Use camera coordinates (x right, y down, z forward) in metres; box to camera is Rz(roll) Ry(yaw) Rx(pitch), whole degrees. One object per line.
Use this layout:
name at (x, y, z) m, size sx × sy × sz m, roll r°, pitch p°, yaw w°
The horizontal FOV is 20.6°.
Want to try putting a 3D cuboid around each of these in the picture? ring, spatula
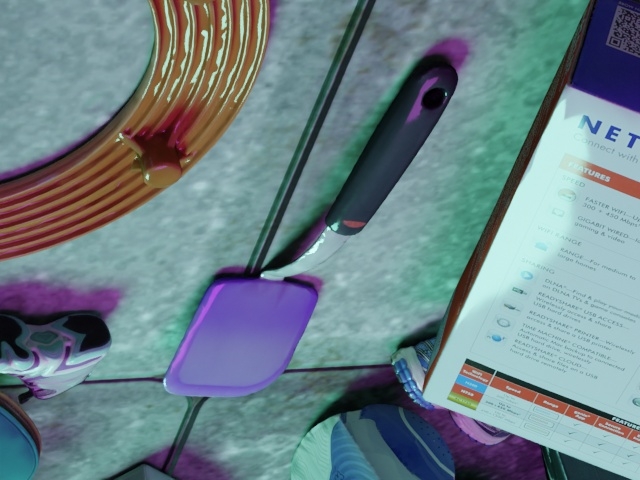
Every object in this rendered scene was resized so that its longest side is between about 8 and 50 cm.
ring at (-0.185, -0.077, 0.843) m, size 0.337 × 0.032 × 0.336 m, roll -12°, pitch 147°, yaw -8°
spatula at (0.000, 0.000, 1.034) m, size 0.084 × 0.030 × 0.296 m, roll 7°, pitch 140°, yaw -32°

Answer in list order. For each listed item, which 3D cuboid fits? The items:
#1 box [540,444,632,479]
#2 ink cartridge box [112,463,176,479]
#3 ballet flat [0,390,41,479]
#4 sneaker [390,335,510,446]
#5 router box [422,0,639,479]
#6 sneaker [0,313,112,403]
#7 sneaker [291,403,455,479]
box at (0.249, 0.193, 1.298) m, size 0.143 × 0.165 × 0.270 m, roll -17°, pitch 147°, yaw 2°
ink cartridge box at (-0.135, 0.237, 1.307) m, size 0.145 × 0.045 × 0.179 m, roll -28°, pitch 142°, yaw 18°
ballet flat at (-0.262, 0.091, 1.022) m, size 0.232 × 0.073 × 0.080 m, roll 26°, pitch 97°, yaw -45°
sneaker at (0.109, 0.099, 1.207) m, size 0.058 × 0.052 × 0.135 m, roll -36°, pitch 142°, yaw 20°
router box at (0.258, 0.042, 1.014) m, size 0.335 × 0.082 × 0.301 m, roll 21°, pitch 141°, yaw 1°
sneaker at (-0.179, 0.077, 1.060) m, size 0.098 × 0.038 × 0.069 m, roll 2°, pitch 141°, yaw -25°
sneaker at (0.080, 0.219, 1.322) m, size 0.182 × 0.127 × 0.315 m, roll -18°, pitch 144°, yaw -21°
